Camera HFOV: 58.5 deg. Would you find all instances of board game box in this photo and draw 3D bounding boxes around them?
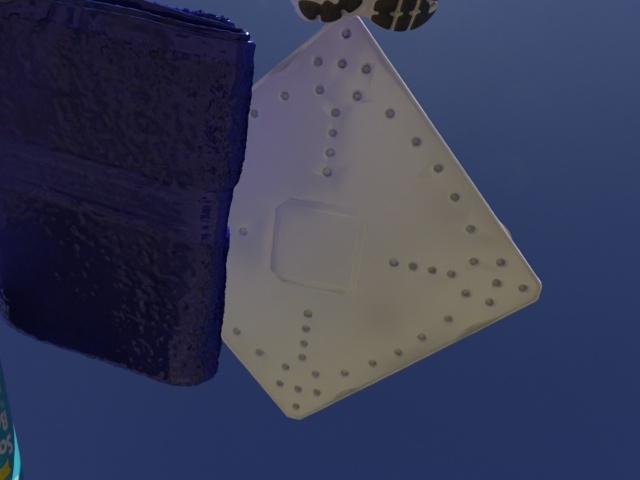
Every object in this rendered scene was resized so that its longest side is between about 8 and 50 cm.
[{"bbox_3d":[0.000,0.000,0.716,0.390,0.050,0.390,-33,-79,22],"label":"board game box"}]

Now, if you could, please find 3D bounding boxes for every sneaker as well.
[{"bbox_3d":[0.043,-0.251,0.550,0.170,0.071,0.068,-3,-43,-24],"label":"sneaker"}]

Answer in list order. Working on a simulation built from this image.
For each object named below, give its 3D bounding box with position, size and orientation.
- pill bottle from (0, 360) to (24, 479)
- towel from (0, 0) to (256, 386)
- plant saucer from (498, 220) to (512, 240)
[{"bbox_3d":[-0.321,0.188,0.454,0.146,0.146,0.264,-8,-85,11],"label":"pill bottle"},{"bbox_3d":[-0.170,-0.038,0.466,0.227,0.076,0.308,16,-62,10],"label":"towel"},{"bbox_3d":[0.235,0.012,0.758,0.015,0.083,0.083,-3,-77,-11],"label":"plant saucer"}]
